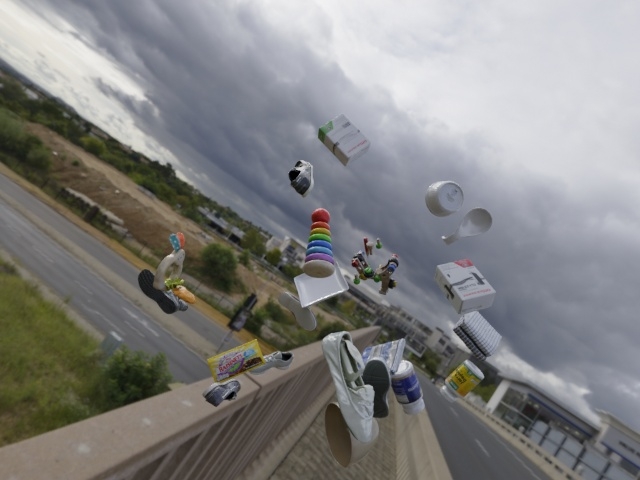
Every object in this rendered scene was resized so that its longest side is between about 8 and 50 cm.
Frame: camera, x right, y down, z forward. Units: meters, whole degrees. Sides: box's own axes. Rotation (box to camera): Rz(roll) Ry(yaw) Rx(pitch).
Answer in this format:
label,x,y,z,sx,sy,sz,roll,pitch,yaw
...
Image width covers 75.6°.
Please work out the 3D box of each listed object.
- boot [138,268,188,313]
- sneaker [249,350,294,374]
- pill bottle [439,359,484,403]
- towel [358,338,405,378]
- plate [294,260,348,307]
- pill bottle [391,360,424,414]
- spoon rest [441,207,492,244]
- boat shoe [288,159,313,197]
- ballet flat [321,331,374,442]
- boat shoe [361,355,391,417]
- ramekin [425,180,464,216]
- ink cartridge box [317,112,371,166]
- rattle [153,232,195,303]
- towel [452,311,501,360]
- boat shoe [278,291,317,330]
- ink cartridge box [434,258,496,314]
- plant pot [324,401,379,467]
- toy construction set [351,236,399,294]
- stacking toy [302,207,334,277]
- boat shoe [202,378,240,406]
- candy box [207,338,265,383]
label,x,y,z,sx,sy,sz,roll,pitch,yaw
boot,-0.721,0.238,1.890,0.246,0.083,0.161,50,-2,3
sneaker,-0.263,0.631,2.184,0.263,0.121,0.099,-2,50,-31
pill bottle,0.697,0.704,2.050,0.118,0.208,0.117,39,11,-9
towel,0.300,0.606,2.101,0.034,0.209,0.285,45,-43,-17
plate,0.003,0.256,2.360,0.278,0.278,0.045,-113,-179,-55
pill bottle,0.479,0.820,2.298,0.153,0.153,0.264,-162,-130,-75
spoon rest,0.758,-0.061,2.141,0.137,0.276,0.084,52,27,1
boat shoe,-0.077,-0.246,1.527,0.079,0.084,0.233,29,26,-22
ballet flat,0.118,0.514,1.499,0.139,0.139,0.400,44,22,-61
boat shoe,0.237,0.596,1.712,0.103,0.118,0.320,-70,153,-59
ramekin,0.709,-0.240,2.333,0.207,0.207,0.109,36,-12,-10
ink cartridge box,0.117,-0.497,2.047,0.219,0.160,0.092,50,-18,13
rattle,-0.455,0.086,1.365,0.143,0.199,0.130,18,-13,27
towel,0.887,0.534,2.353,0.235,0.121,0.284,49,28,15
boat shoe,-0.111,0.399,2.354,0.335,0.112,0.096,35,7,40
ink cartridge box,0.764,0.242,2.198,0.272,0.197,0.114,-114,-163,-47
plant pot,0.163,0.898,1.956,0.191,0.283,0.284,-3,13,-24
toy construction set,0.300,0.160,2.276,0.308,0.258,0.237,-96,175,-53
stacking toy,0.000,0.000,1.891,0.141,0.330,0.141,3,-31,1
boat shoe,-0.299,0.488,1.303,0.065,0.075,0.206,43,-2,20
candy box,-0.332,0.478,1.630,0.027,0.206,0.105,123,-55,-76
